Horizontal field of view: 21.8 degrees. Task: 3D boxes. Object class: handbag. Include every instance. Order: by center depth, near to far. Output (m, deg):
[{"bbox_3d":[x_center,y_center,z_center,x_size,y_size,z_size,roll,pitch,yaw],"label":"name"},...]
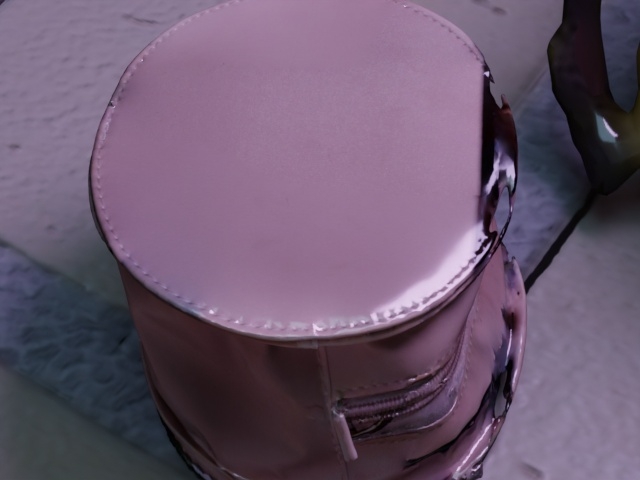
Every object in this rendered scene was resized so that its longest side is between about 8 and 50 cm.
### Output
[{"bbox_3d":[0.000,0.001,0.694,0.179,0.116,0.205,4,50,4],"label":"handbag"}]

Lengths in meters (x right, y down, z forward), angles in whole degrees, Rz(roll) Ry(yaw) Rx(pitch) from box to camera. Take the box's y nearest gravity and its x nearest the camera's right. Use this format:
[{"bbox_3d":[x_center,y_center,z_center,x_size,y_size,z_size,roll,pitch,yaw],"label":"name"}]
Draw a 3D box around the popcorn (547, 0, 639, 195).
[{"bbox_3d":[0.269,-0.149,0.721,0.381,0.349,0.349,-29,51,10],"label":"popcorn"}]
